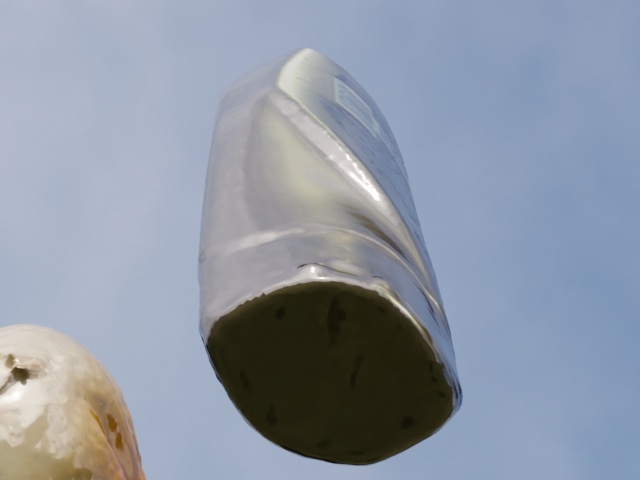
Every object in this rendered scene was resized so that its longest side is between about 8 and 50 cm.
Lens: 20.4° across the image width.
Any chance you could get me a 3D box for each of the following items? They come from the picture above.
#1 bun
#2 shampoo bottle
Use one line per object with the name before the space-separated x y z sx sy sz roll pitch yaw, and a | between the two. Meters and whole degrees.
bun | -0.197 0.205 1.214 0.165 0.299 0.299 14 -55 -12
shampoo bottle | 0.000 0.000 0.729 0.084 0.350 0.125 -29 -76 6
